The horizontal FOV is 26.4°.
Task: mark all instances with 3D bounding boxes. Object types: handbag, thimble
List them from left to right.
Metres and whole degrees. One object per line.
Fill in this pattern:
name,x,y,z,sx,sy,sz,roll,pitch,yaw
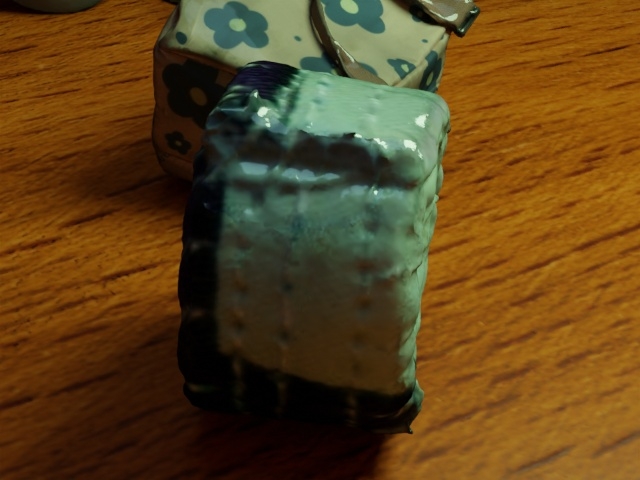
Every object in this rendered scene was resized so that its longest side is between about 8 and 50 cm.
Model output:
handbag,-0.001,-0.135,1.146,0.193,0.190,0.251,23,41,19
thimble,0.000,0.000,0.840,0.150,0.237,0.237,7,29,4

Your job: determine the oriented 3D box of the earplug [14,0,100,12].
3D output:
earplug,-0.327,-0.378,1.538,0.214,0.175,0.325,-25,39,-22

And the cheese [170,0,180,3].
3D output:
cheese,-0.203,-0.324,1.609,0.400,0.034,0.085,26,35,35
